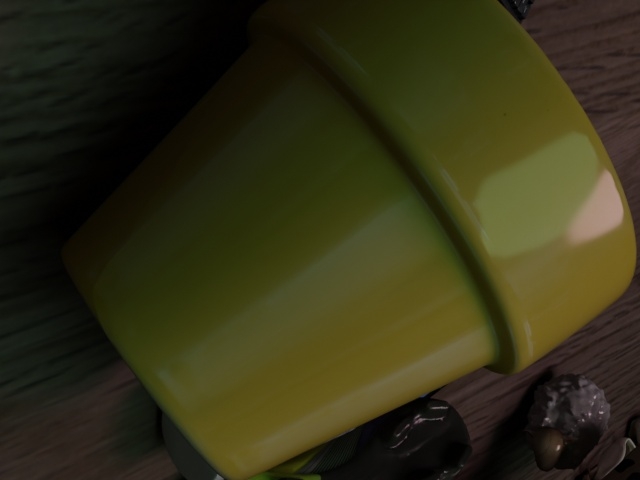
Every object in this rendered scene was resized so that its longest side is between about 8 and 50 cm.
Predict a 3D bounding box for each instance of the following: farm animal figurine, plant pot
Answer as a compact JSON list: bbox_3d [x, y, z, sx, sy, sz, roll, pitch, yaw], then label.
[{"bbox_3d":[0.291,0.319,0.913,0.327,0.330,0.172,-50,149,-18],"label":"farm animal figurine"},{"bbox_3d":[0.000,0.000,0.520,0.239,0.254,0.254,-36,135,-8],"label":"plant pot"}]

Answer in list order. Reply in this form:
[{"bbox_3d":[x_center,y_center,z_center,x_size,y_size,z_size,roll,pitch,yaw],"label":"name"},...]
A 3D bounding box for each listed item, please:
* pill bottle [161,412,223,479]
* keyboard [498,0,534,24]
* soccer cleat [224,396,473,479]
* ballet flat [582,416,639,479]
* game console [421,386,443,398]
[{"bbox_3d":[-0.038,0.120,0.656,0.137,0.078,0.078,-13,120,-43],"label":"pill bottle"},{"bbox_3d":[0.179,-0.268,0.721,0.108,0.023,0.180,30,87,-50],"label":"keyboard"},{"bbox_3d":[-0.009,0.208,0.728,0.289,0.093,0.121,-18,165,-28],"label":"soccer cleat"},{"bbox_3d":[0.444,0.295,1.278,0.248,0.086,0.086,-31,131,-32],"label":"ballet flat"},{"bbox_3d":[0.133,0.102,0.830,0.144,0.124,0.085,-31,104,-33],"label":"game console"}]
